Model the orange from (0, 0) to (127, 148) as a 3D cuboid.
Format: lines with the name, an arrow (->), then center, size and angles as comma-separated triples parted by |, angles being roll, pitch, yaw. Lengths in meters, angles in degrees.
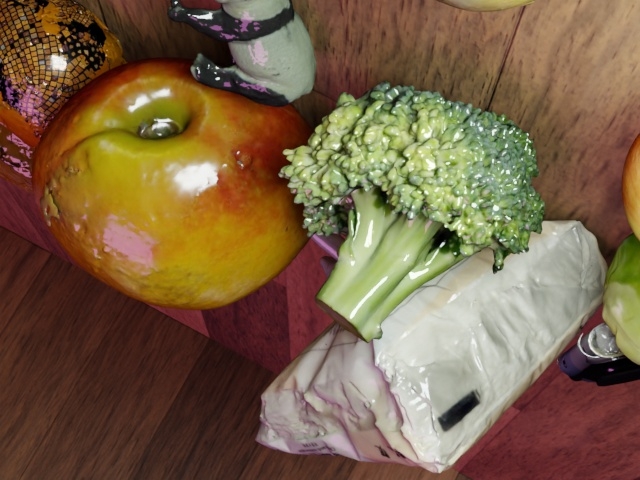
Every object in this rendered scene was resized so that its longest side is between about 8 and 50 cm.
orange -> -0.355, -0.221, 1.638 | 0.234, 0.182, 0.234 | 41, 176, 3

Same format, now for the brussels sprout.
brussels sprout -> 0.364, 0.055, 1.276 | 0.151, 0.149, 0.122 | -9, 146, -5

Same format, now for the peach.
peach -> -0.167, -0.061, 1.542 | 0.290, 0.372, 0.372 | 61, 175, 20

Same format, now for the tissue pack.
tissue pack -> 0.123, 0.117, 1.514 | 0.195, 0.390, 0.375 | 56, 156, -8

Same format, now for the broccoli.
broccoli -> 0.085, -0.046, 1.301 | 0.235, 0.260, 0.288 | 61, 177, 18

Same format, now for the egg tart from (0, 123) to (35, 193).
egg tart -> -0.494, -0.162, 2.158 | 0.341, 0.132, 0.341 | 26, 166, 7

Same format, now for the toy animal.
toy animal -> -0.075, -0.216, 1.290 | 0.121, 0.094, 0.225 | 12, 150, 22

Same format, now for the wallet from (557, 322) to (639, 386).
wallet -> 0.368, 0.122, 1.466 | 0.170, 0.069, 0.231 | -15, 167, 1

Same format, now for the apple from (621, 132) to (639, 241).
apple -> 0.326, -0.048, 1.026 | 0.163, 0.139, 0.163 | 29, 153, 16

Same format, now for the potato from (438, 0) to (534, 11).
potato -> 0.105, -0.224, 0.897 | 0.202, 0.117, 0.182 | 36, 161, -21

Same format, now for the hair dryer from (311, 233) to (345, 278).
hair dryer -> 0.000, 0.000, 1.945 | 0.237, 0.075, 0.206 | 43, 167, -19
